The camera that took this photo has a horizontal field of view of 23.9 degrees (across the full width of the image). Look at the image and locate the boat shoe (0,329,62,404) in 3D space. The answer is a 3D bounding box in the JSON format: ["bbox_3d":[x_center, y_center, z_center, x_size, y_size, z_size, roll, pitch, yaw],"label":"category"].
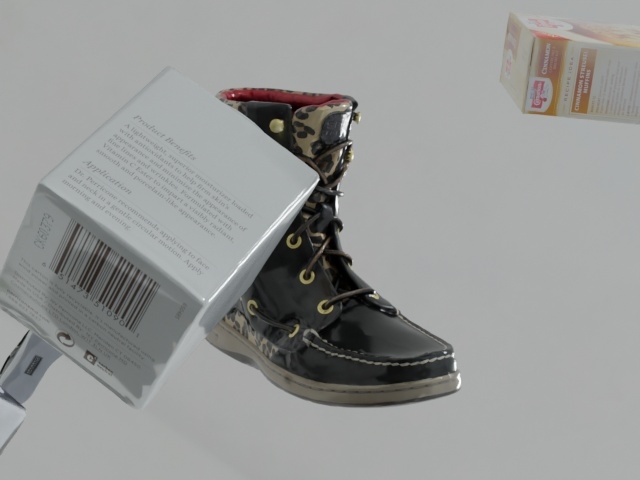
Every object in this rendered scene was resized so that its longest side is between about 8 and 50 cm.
[{"bbox_3d":[-0.292,0.109,1.571,0.049,0.040,0.142,32,-76,-30],"label":"boat shoe"}]

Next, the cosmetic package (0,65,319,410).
[{"bbox_3d":[-0.126,-0.004,1.159,0.151,0.183,0.151,37,-45,4],"label":"cosmetic package"}]

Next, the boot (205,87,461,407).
[{"bbox_3d":[0.000,0.000,1.530,0.377,0.138,0.284,19,-68,55],"label":"boot"}]

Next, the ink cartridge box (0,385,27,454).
[{"bbox_3d":[-0.269,-0.004,0.564,0.165,0.333,0.065,34,-93,37],"label":"ink cartridge box"}]

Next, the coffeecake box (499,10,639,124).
[{"bbox_3d":[0.254,-0.142,1.269,0.185,0.142,0.068,5,-73,-3],"label":"coffeecake box"}]
